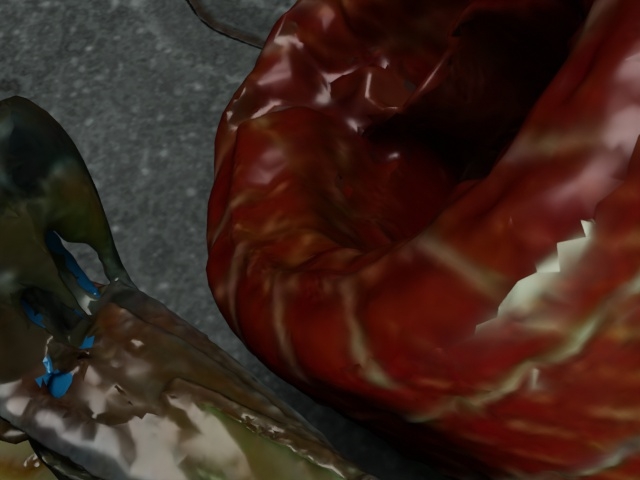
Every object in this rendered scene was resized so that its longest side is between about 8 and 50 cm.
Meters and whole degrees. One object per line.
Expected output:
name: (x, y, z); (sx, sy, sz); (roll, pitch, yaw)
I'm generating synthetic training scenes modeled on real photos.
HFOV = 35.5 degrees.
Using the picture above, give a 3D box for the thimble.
thimble: (0.111, -0.039, 0.528); (0.350, 0.231, 0.350); (-35, 37, 32)

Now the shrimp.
shrimp: (-0.031, 0.132, 0.444); (0.445, 0.221, 0.110); (50, 46, -3)

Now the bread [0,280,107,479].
bread: (-0.178, 0.106, 0.628); (0.244, 0.123, 0.190); (26, 60, 25)
